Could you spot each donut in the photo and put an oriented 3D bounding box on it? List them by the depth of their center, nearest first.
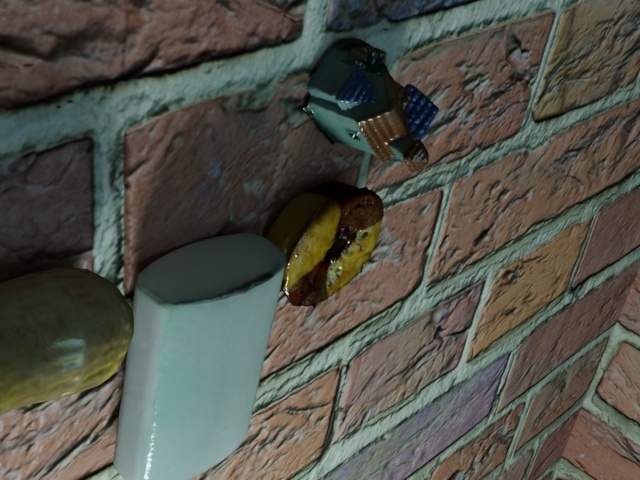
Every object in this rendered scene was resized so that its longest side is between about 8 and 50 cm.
[{"bbox_3d":[0.000,0.000,1.191,0.184,0.073,0.166,-37,143,-29],"label":"donut"}]

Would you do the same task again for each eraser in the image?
[{"bbox_3d":[-0.145,0.146,1.103,0.189,0.104,0.290,-23,136,-47],"label":"eraser"}]

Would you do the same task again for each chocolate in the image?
[{"bbox_3d":[-0.304,0.101,0.834,0.309,0.134,0.134,-16,131,-51],"label":"chocolate"}]

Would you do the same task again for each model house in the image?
[{"bbox_3d":[0.080,-0.152,1.090,0.119,0.148,0.148,-53,150,-6],"label":"model house"}]
